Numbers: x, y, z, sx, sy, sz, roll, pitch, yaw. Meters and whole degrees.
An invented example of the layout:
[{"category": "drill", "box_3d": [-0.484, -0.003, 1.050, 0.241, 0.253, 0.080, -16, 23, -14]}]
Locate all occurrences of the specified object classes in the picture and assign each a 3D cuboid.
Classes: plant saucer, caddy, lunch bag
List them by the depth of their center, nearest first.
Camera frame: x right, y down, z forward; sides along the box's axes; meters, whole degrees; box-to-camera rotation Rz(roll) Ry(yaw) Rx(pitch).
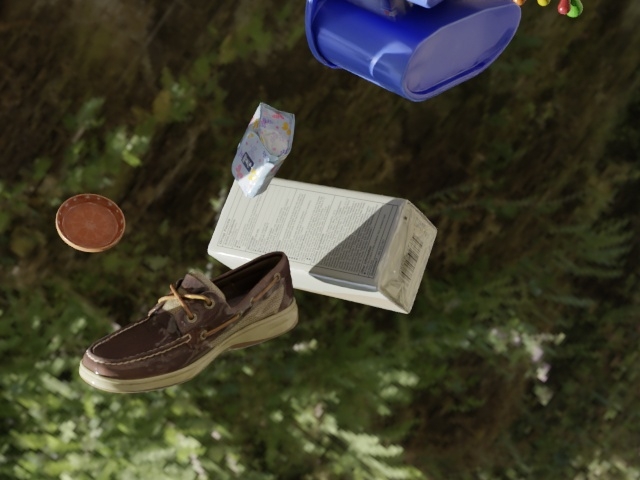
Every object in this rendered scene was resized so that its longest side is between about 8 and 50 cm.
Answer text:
[{"category": "lunch bag", "box_3d": [-0.064, -0.097, 1.298, 0.053, 0.071, 0.083, 18, -134, -16]}, {"category": "caddy", "box_3d": [0.118, -0.317, 1.420, 0.179, 0.241, 0.341, 32, -143, 24]}, {"category": "plant saucer", "box_3d": [-0.282, -0.020, 1.451, 0.083, 0.083, 0.013, 37, 143, 11]}]

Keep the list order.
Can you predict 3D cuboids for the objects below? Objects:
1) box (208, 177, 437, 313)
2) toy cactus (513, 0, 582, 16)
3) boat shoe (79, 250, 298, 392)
[{"category": "box", "box_3d": [0.000, 0.000, 1.790, 0.311, 0.148, 0.121, 13, 165, 33]}, {"category": "toy cactus", "box_3d": [0.364, -0.455, 1.884, 0.180, 0.112, 0.219, -160, 48, -77]}, {"category": "boat shoe", "box_3d": [-0.169, 0.095, 1.568, 0.342, 0.123, 0.123, -18, -150, -37]}]
